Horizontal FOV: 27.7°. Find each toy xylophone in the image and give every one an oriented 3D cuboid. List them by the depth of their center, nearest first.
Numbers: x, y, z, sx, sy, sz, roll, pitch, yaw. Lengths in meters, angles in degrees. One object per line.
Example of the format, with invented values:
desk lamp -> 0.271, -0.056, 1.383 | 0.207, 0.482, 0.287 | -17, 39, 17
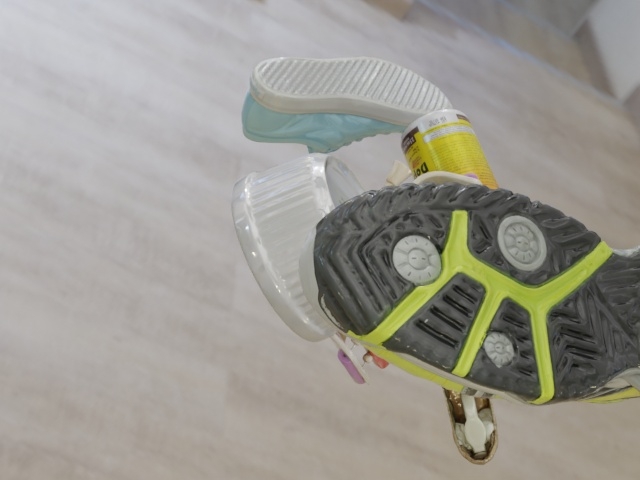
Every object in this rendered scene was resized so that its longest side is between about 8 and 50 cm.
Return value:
toy xylophone -> 0.100, 0.032, 1.741 | 0.081, 0.322, 0.236 | 31, -6, 26

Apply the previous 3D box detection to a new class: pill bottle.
pill bottle -> 0.210, -0.089, 2.015 | 0.117, 0.117, 0.215 | 3, 56, -40

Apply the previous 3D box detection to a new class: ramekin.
ramekin -> 0.000, 0.000, 1.452 | 0.207, 0.109, 0.207 | 55, 19, -29

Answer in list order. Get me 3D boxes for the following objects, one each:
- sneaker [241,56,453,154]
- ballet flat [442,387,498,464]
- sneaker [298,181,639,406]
sneaker -> 0.035, -0.211, 2.136 | 0.366, 0.150, 0.135 | 4, 47, -24
ballet flat -> 0.186, 0.189, 1.632 | 0.067, 0.073, 0.206 | -85, 158, -78
sneaker -> 0.147, 0.060, 0.902 | 0.385, 0.147, 0.145 | 13, 66, -29
